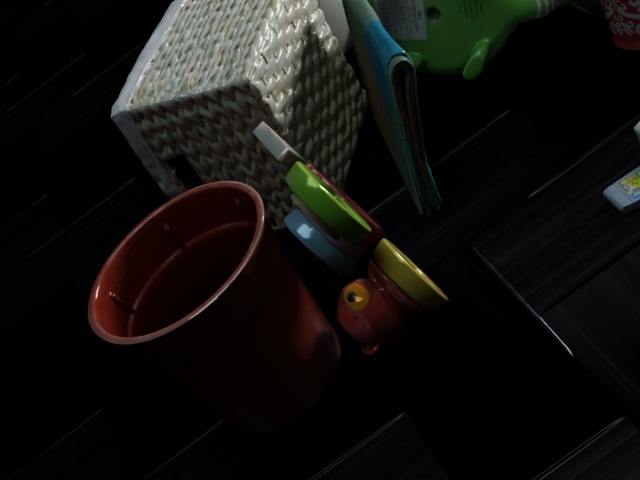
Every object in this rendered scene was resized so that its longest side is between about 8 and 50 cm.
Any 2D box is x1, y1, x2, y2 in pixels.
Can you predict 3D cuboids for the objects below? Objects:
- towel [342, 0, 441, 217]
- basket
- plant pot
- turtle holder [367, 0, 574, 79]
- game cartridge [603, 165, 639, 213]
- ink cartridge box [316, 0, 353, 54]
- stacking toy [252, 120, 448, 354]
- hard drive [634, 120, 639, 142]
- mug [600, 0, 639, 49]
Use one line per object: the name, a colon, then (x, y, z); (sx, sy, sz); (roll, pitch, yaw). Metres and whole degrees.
towel: (0.102, -0.239, 1.590); (0.040, 0.271, 0.370); (-17, 35, -1)
basket: (-0.114, -0.221, 1.710); (0.267, 0.328, 0.331); (-11, 42, 27)
plant pot: (-0.120, 0.108, 1.381); (0.272, 0.265, 0.272); (-24, 36, 19)
turtle holder: (0.237, -0.421, 1.699); (0.320, 0.243, 0.227); (-26, 18, 40)
game cartridge: (0.416, -0.070, 1.334); (0.083, 0.017, 0.056); (-35, 38, 4)
ink cartridge box: (0.100, -0.506, 1.946); (0.273, 0.114, 0.197); (-44, -5, -11)
stacking toy: (0.000, 0.000, 1.405); (0.130, 0.279, 0.309); (-47, 36, 5)
hard drive: (0.568, -0.118, 1.227); (0.233, 0.047, 0.353); (-34, 35, 4)
mug: (0.450, -0.387, 1.533); (0.113, 0.169, 0.150); (-45, 36, -10)
